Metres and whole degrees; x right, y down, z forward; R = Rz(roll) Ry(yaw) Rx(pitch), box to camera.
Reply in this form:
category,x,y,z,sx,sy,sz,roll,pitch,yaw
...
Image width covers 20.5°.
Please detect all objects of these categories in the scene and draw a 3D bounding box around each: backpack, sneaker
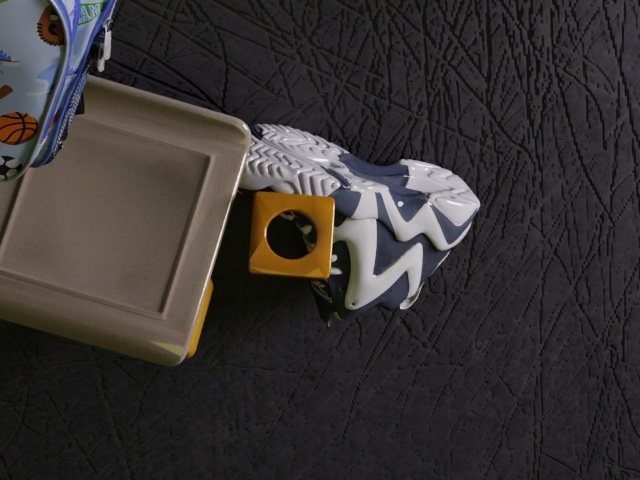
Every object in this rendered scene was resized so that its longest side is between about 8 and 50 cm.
category,x,y,z,sx,sy,sz,roll,pitch,yaw
backpack,-0.249,-0.187,1.170,0.276,0.213,0.263,15,121,-19
sneaker,0.000,0.000,1.449,0.235,0.094,0.153,8,117,-31

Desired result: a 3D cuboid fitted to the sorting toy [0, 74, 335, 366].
category,x,y,z,sx,sy,sz,roll,pitch,yaw
sorting toy,-0.161,-0.018,1.343,0.347,0.047,0.196,16,80,0

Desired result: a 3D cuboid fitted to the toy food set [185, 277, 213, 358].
category,x,y,z,sx,sy,sz,roll,pitch,yaw
toy food set,-0.196,0.005,1.421,0.232,0.104,0.111,17,155,-5
